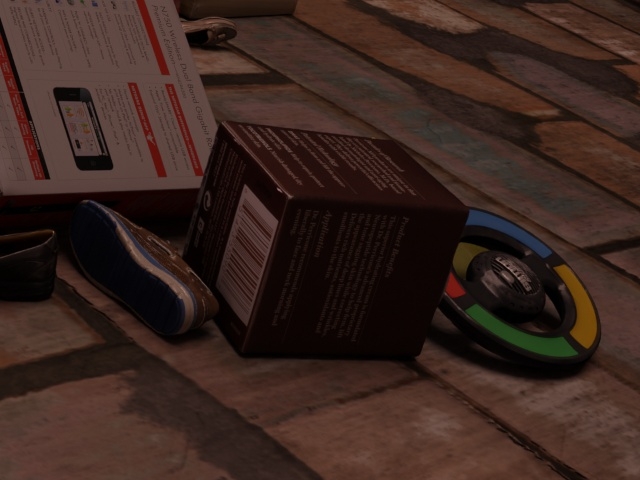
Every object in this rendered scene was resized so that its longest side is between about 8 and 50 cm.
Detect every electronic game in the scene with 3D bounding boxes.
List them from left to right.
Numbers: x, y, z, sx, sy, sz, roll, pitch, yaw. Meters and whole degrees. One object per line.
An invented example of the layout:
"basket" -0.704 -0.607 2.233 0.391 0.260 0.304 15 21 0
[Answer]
"electronic game" 0.196 0.047 1.574 0.229 0.048 0.229 23 35 -17

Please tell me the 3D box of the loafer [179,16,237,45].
"loafer" -0.177 -0.298 2.174 0.125 0.045 0.039 -2 46 -26

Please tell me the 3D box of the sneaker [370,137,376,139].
"sneaker" 0.072 -0.113 1.936 0.035 0.031 0.083 22 23 8

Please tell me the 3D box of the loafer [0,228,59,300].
"loafer" -0.311 0.015 1.317 0.170 0.061 0.062 -2 31 -38

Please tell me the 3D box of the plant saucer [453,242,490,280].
"plant saucer" 0.090 -0.001 1.686 0.241 0.037 0.241 16 23 -7

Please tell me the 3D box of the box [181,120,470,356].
"box" 0.000 0.000 1.443 0.203 0.168 0.167 4 25 -31

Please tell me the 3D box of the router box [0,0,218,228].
"router box" -0.266 -0.181 1.525 0.301 0.082 0.335 -3 68 -47

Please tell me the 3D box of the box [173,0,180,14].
"box" -0.322 -0.334 1.998 0.257 0.122 0.128 4 20 -18

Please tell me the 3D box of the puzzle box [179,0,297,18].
"puzzle box" -0.267 -0.469 2.479 0.409 0.052 0.272 31 26 29

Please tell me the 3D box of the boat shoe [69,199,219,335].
"boat shoe" -0.167 0.027 1.408 0.066 0.066 0.183 -3 40 -50
